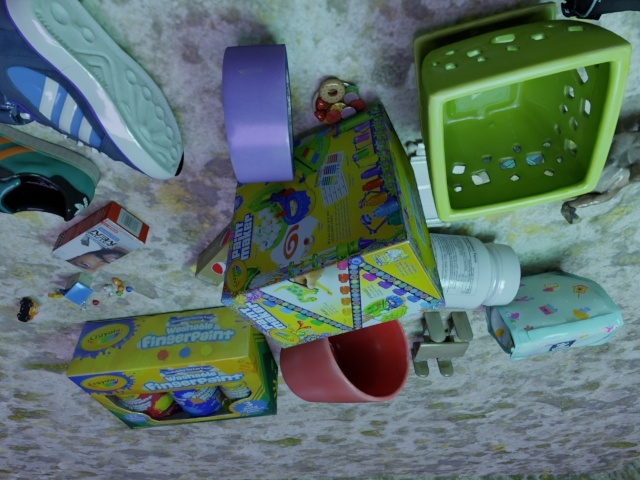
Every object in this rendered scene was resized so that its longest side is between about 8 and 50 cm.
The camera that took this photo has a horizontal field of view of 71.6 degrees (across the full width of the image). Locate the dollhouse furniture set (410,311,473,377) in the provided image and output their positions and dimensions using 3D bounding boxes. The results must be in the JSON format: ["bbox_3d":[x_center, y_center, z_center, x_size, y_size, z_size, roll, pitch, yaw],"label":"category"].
[{"bbox_3d":[0.289,0.324,1.228,0.243,0.160,0.212,0,137,-4],"label":"dollhouse furniture set"}]

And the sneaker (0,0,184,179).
[{"bbox_3d":[-0.382,-0.198,0.651,0.237,0.130,0.322,-9,143,19],"label":"sneaker"}]

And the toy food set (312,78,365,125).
[{"bbox_3d":[0.029,-0.219,0.721,0.083,0.020,0.083,15,134,-20],"label":"toy food set"}]

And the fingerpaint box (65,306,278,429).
[{"bbox_3d":[-0.368,0.362,1.216,0.446,0.163,0.370,-7,137,2],"label":"fingerpaint box"}]

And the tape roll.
[{"bbox_3d":[-0.082,-0.177,0.635,0.080,0.188,0.188,-4,137,0],"label":"tape roll"}]

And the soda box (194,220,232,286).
[{"bbox_3d":[-0.193,0.021,0.935,0.058,0.061,0.181,28,128,-31],"label":"soda box"}]

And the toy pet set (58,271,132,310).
[{"bbox_3d":[-0.525,0.128,1.022,0.122,0.065,0.114,-22,135,18],"label":"toy pet set"}]

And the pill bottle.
[{"bbox_3d":[0.258,0.066,0.946,0.284,0.160,0.160,4,137,-8],"label":"pill bottle"}]

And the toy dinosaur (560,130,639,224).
[{"bbox_3d":[0.533,-0.131,0.797,0.201,0.127,0.296,-20,168,-37],"label":"toy dinosaur"}]

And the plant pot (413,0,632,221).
[{"bbox_3d":[0.251,-0.190,0.634,0.229,0.207,0.227,-12,137,8],"label":"plant pot"}]

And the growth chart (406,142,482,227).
[{"bbox_3d":[0.223,-0.102,0.864,0.172,0.021,0.237,1,137,-6],"label":"growth chart"}]

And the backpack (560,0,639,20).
[{"bbox_3d":[0.334,-0.366,0.480,0.145,0.165,0.188,-10,140,4],"label":"backpack"}]

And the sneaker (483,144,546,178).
[{"bbox_3d":[0.331,-0.152,0.785,0.167,0.065,0.076,0,114,-27],"label":"sneaker"}]

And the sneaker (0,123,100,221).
[{"bbox_3d":[-0.530,-0.117,0.714,0.303,0.120,0.108,16,133,-21],"label":"sneaker"}]

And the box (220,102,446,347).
[{"bbox_3d":[0.016,-0.021,0.716,0.280,0.289,0.177,-19,138,20],"label":"box"}]

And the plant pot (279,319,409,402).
[{"bbox_3d":[0.042,0.284,1.110,0.275,0.274,0.243,26,139,-29],"label":"plant pot"}]

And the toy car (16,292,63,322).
[{"bbox_3d":[-0.662,0.160,1.057,0.122,0.060,0.040,-10,169,16],"label":"toy car"}]

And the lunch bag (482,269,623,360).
[{"bbox_3d":[0.501,0.170,0.995,0.224,0.262,0.159,-13,96,7],"label":"lunch bag"}]

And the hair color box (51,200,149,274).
[{"bbox_3d":[-0.444,-0.001,0.898,0.167,0.053,0.093,-24,135,22],"label":"hair color box"}]
